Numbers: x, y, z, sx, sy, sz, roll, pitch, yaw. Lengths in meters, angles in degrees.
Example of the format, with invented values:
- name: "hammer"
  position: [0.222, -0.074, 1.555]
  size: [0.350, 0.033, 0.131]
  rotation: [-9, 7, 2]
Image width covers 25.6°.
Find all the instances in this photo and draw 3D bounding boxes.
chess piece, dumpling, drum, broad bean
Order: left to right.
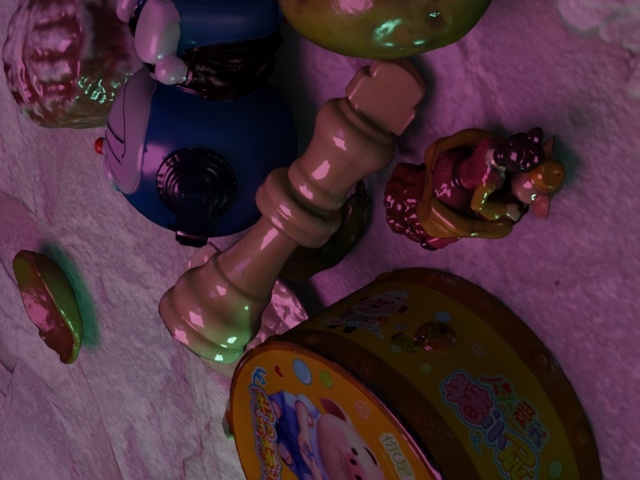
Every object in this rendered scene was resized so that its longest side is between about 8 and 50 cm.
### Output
- name: "dumpling"
  position: [-0.098, 0.096, 1.860]
  size: [0.252, 0.131, 0.179]
  rotation: [32, 129, 30]
- name: "chess piece"
  position: [-0.024, -0.039, 1.545]
  size: [0.117, 0.117, 0.397]
  rotation: [48, 113, 20]
- name: "broad bean"
  position: [0.002, 0.004, 1.730]
  size: [0.254, 0.046, 0.065]
  rotation: [-39, 74, 55]
- name: "drum"
  position: [0.101, 0.257, 1.631]
  size: [0.431, 0.214, 0.431]
  rotation: [33, 138, 36]

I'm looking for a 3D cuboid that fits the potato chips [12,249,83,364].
- name: "potato chips"
  position: [-0.453, 0.106, 2.398]
  size: [0.208, 0.061, 0.195]
  rotation: [59, 152, 2]

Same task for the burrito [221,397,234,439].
- name: "burrito"
  position: [-0.063, 0.241, 1.985]
  size: [0.288, 0.054, 0.104]
  rotation: [-4, 108, 56]

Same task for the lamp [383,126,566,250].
- name: "lamp"
  position: [0.168, -0.059, 1.410]
  size: [0.253, 0.118, 0.118]
  rotation: [-22, 95, 53]

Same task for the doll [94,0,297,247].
- name: "doll"
  position: [-0.141, -0.149, 1.653]
  size: [0.284, 0.240, 0.310]
  rotation: [-95, 14, -63]

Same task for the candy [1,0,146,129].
- name: "candy"
  position: [-0.328, -0.255, 1.867]
  size: [0.289, 0.157, 0.214]
  rotation: [-9, 87, 60]

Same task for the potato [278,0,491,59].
- name: "potato"
  position: [0.058, -0.254, 1.344]
  size: [0.228, 0.197, 0.149]
  rotation: [-109, 13, -64]
